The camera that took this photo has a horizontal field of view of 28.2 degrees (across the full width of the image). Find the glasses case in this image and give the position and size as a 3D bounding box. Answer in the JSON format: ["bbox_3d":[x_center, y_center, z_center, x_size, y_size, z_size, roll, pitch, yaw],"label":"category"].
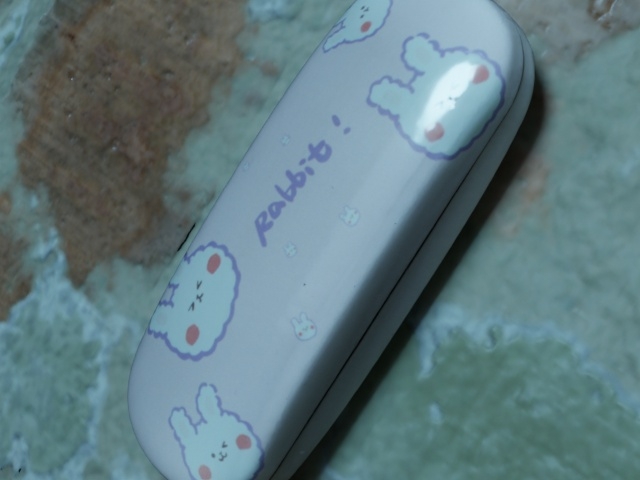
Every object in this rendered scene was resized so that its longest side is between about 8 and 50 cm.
[{"bbox_3d":[0.000,0.000,0.654,0.113,0.075,0.296,38,100,39],"label":"glasses case"}]
